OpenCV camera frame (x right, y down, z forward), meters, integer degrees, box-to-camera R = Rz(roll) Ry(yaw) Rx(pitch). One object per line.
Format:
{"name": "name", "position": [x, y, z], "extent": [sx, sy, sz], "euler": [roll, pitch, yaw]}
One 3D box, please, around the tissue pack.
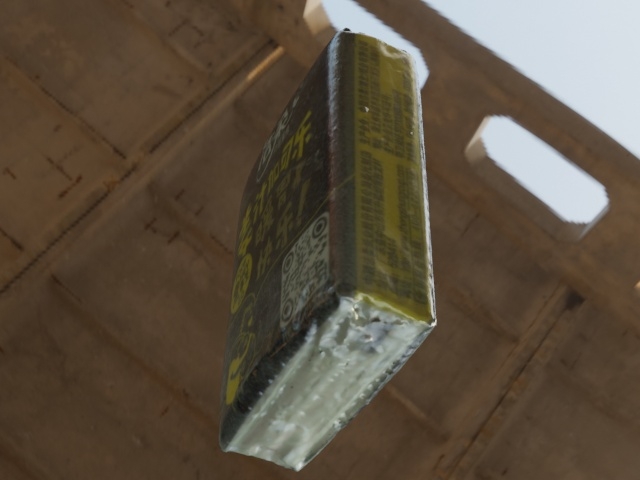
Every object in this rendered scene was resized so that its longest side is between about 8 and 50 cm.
{"name": "tissue pack", "position": [0.000, 0.000, 0.679], "extent": [0.081, 0.185, 0.257], "euler": [20, -137, -18]}
